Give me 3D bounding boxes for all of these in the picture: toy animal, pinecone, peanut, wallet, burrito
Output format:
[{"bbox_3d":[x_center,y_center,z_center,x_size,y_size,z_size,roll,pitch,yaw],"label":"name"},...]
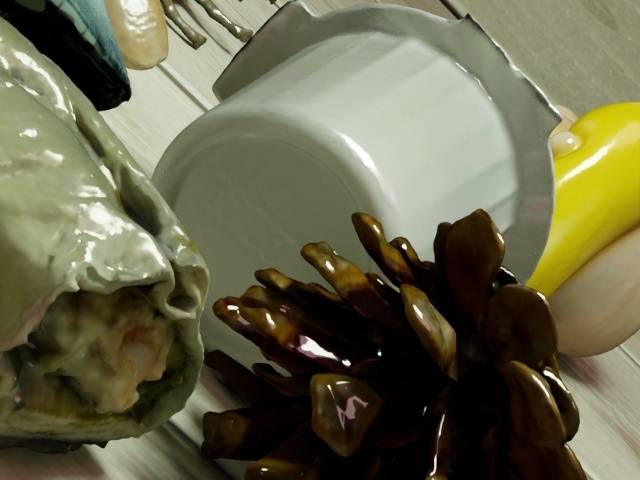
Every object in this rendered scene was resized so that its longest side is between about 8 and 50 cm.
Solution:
[{"bbox_3d":[-0.121,-0.279,1.771,0.186,0.093,0.214,43,21,13],"label":"toy animal"},{"bbox_3d":[0.033,0.097,1.016,0.201,0.229,0.202,-1,48,-9],"label":"pinecone"},{"bbox_3d":[-0.169,-0.192,1.442,0.152,0.076,0.076,59,17,20],"label":"peanut"},{"bbox_3d":[0.239,-0.051,1.909,0.247,0.277,0.345,42,11,38],"label":"toy animal"},{"bbox_3d":[-0.205,-0.252,1.046,0.191,0.046,0.379,46,17,-57],"label":"wallet"},{"bbox_3d":[-0.193,-0.052,0.904,0.332,0.135,0.190,49,21,19],"label":"burrito"}]

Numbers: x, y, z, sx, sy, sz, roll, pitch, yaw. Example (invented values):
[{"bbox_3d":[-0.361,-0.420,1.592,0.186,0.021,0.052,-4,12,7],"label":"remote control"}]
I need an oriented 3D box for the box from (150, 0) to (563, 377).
[{"bbox_3d":[0.000,0.000,1.218,0.262,0.291,0.206,10,18,23],"label":"box"}]
